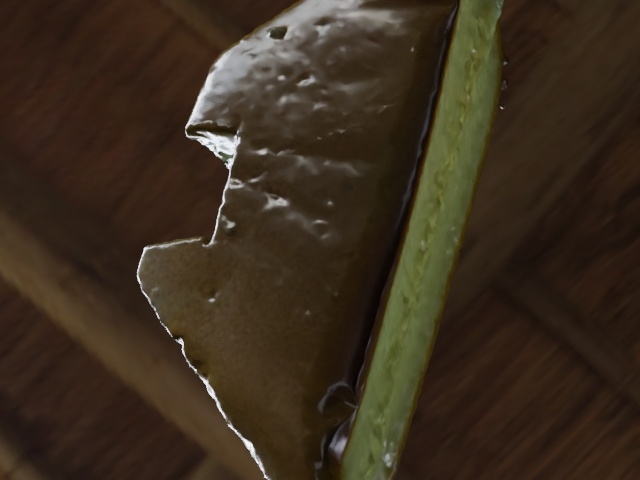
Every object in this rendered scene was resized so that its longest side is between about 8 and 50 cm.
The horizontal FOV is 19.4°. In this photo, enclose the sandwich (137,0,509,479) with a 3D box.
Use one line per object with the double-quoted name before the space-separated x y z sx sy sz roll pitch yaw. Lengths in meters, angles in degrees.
"sandwich" 0.000 0.000 0.659 0.088 0.244 0.090 5 -26 22
